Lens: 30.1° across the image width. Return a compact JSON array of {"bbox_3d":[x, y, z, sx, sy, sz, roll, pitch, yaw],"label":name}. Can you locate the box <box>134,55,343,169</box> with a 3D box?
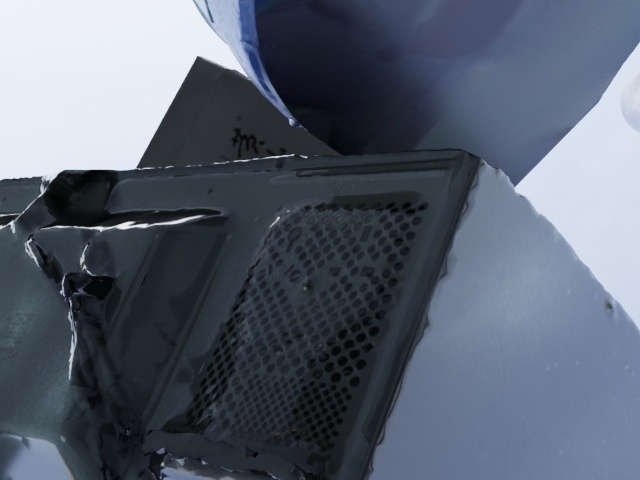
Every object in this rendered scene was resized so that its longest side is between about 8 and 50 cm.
[{"bbox_3d":[0.000,0.000,1.061,0.365,0.051,0.205,28,-92,13],"label":"box"}]

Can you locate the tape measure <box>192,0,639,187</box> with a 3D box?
[{"bbox_3d":[0.053,-0.172,0.652,0.262,0.259,0.138,19,-155,-37],"label":"tape measure"}]

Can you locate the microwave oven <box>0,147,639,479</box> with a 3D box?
[{"bbox_3d":[-0.047,0.130,0.706,0.432,0.374,0.236,0,-121,41],"label":"microwave oven"}]

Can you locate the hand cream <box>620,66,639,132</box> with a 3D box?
[{"bbox_3d":[0.255,-0.109,0.882,0.053,0.142,0.084,16,-91,6],"label":"hand cream"}]
